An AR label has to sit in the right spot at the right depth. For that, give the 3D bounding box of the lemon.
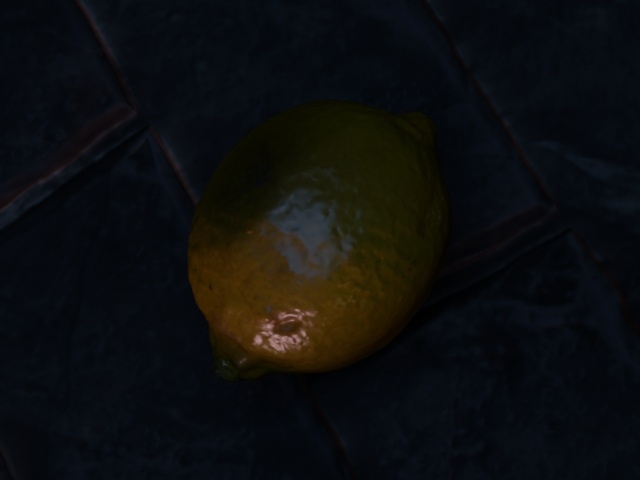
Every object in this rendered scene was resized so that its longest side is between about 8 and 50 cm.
[{"bbox_3d":[0.000,0.000,1.342,0.188,0.188,0.256,35,81,16],"label":"lemon"}]
